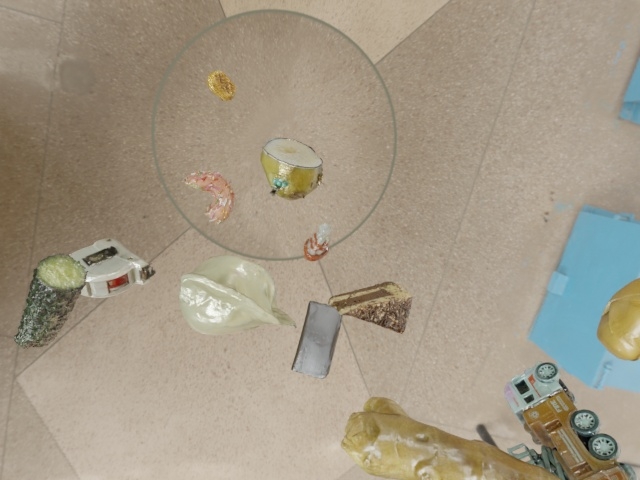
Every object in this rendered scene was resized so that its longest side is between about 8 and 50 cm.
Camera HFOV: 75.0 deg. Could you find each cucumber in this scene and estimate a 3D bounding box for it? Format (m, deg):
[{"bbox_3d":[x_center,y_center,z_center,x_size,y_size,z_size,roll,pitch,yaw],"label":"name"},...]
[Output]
[{"bbox_3d":[-0.604,0.159,0.911,0.096,0.096,0.359,38,127,-13],"label":"cucumber"}]

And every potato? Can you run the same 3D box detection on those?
[{"bbox_3d":[-0.134,-0.292,1.758,0.246,0.300,0.196,-3,128,-29],"label":"potato"}]

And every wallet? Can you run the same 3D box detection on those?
[{"bbox_3d":[-0.010,0.423,1.791,0.165,0.042,0.310,12,76,9],"label":"wallet"}]

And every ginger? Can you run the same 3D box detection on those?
[{"bbox_3d":[0.161,0.251,0.443,0.298,0.118,0.065,14,108,30],"label":"ginger"}]

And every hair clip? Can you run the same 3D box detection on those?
[{"bbox_3d":[-0.123,-0.175,1.307,0.049,0.173,0.049,2,107,5],"label":"hair clip"}]

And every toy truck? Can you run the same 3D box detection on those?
[{"bbox_3d":[0.300,0.252,0.540,0.115,0.178,0.080,-33,111,14],"label":"toy truck"}]

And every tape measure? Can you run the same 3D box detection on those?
[{"bbox_3d":[-0.841,0.107,1.646,0.258,0.265,0.130,30,128,25],"label":"tape measure"}]

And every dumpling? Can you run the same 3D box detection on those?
[{"bbox_3d":[-0.212,0.180,1.148,0.315,0.395,0.233,27,78,10],"label":"dumpling"}]

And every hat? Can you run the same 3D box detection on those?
[{"bbox_3d":[0.000,0.000,1.629,0.094,0.112,0.162,52,138,15],"label":"hat"}]

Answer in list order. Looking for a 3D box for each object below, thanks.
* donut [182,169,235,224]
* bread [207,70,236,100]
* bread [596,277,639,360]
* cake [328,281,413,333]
[{"bbox_3d":[-0.302,-0.134,1.192,0.117,0.065,0.166,-37,104,-7],"label":"donut"},{"bbox_3d":[-0.346,-0.539,1.461,0.110,0.044,0.083,41,55,-36],"label":"bread"},{"bbox_3d":[0.416,0.102,0.564,0.056,0.082,0.115,24,108,15],"label":"bread"},{"bbox_3d":[0.153,0.171,1.224,0.246,0.112,0.135,23,92,-29],"label":"cake"}]
